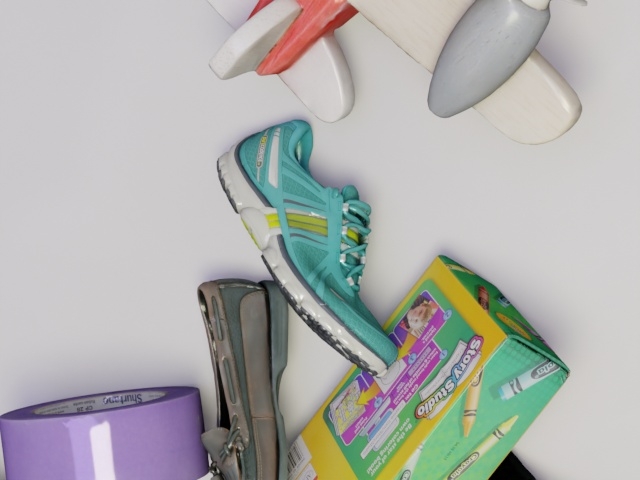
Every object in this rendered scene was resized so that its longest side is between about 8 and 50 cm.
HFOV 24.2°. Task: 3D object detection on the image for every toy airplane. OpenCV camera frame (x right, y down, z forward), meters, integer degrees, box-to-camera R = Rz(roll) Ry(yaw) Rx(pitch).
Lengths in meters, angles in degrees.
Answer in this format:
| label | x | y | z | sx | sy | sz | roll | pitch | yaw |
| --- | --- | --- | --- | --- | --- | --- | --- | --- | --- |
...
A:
| label | x | y | z | sx | sy | sz | roll | pitch | yaw |
| --- | --- | --- | --- | --- | --- | --- | --- | --- | --- |
| toy airplane | 0.035 | -0.278 | 1.278 | 0.386 | 0.272 | 0.384 | 2 | 93 | 13 |

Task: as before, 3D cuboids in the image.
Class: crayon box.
| label | x | y | z | sx | sy | sz | roll | pitch | yaw |
| --- | --- | --- | --- | --- | --- | --- | --- | --- | --- |
| crayon box | 0.080 | 0.169 | 1.333 | 0.081 | 0.165 | 0.278 | 32 | 101 | -28 |

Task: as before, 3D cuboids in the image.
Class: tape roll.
| label | x | y | z | sx | sy | sz | roll | pitch | yaw |
| --- | --- | --- | --- | --- | --- | --- | --- | --- | --- |
| tape roll | -0.201 | 0.190 | 1.397 | 0.189 | 0.189 | 0.080 | -8 | 91 | 14 |

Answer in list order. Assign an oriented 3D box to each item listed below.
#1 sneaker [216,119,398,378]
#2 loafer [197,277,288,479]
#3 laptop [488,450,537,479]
| label | x | y | z | sx | sy | sz | roll | pitch | yaw |
| --- | --- | --- | --- | --- | --- | --- | --- | --- | --- |
| sneaker | 0.000 | 0.000 | 1.360 | 0.110 | 0.107 | 0.275 | -31 | 63 | 2 |
| loafer | -0.081 | 0.164 | 1.383 | 0.084 | 0.096 | 0.268 | 8 | 70 | -20 |
| laptop | 0.132 | 0.355 | 1.330 | 0.264 | 0.234 | 0.137 | -34 | 125 | -5 |
